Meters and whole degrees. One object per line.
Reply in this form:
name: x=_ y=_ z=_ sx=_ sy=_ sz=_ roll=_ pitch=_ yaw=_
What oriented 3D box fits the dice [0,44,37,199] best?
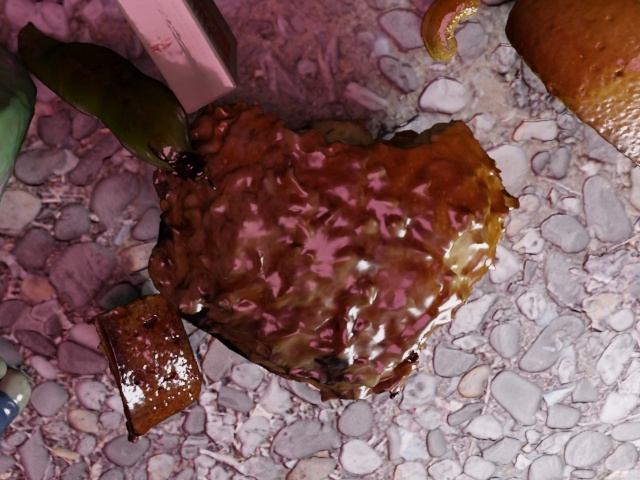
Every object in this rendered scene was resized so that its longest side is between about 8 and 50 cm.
dice: x=-0.483 y=-0.068 z=0.740 sx=0.318 sy=0.330 sz=0.322 roll=22 pitch=109 yaw=-20

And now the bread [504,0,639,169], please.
bread: x=0.344 y=-0.211 z=0.837 sx=0.312 sy=0.312 sz=0.172 roll=32 pitch=118 yaw=-22

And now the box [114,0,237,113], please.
box: x=-0.144 y=-0.229 z=0.788 sx=0.058 sy=0.201 sz=0.141 roll=-27 pitch=116 yaw=9

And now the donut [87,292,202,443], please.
donut: x=-0.227 y=0.168 z=1.013 sx=0.126 sy=0.144 sz=0.186 roll=-24 pitch=93 yaw=-20

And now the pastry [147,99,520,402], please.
pastry: x=0.008 y=0.015 z=0.882 sx=0.405 sy=0.292 sz=0.337 roll=3 pitch=104 yaw=-13

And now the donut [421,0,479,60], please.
donut: x=0.162 y=-0.261 z=0.915 sx=0.083 sy=0.038 sz=0.067 roll=-28 pitch=114 yaw=7

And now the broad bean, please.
broad bean: x=-0.212 y=-0.151 z=0.785 sx=0.077 sy=0.339 sz=0.061 roll=-50 pitch=148 yaw=-6

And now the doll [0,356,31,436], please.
doll: x=-0.530 y=0.198 z=0.976 sx=0.228 sy=0.154 sz=0.258 roll=-38 pitch=109 yaw=14
